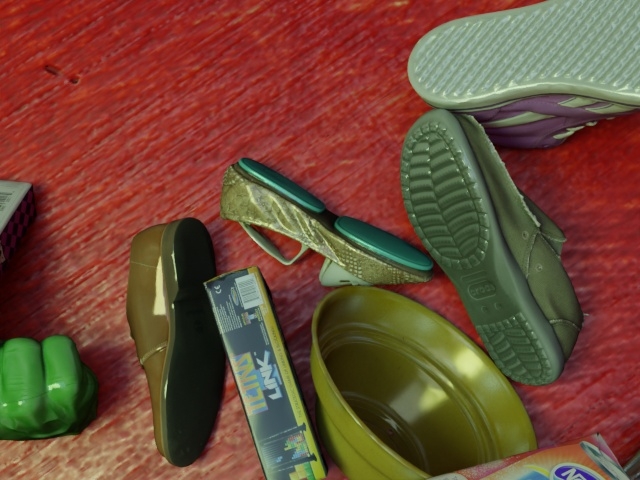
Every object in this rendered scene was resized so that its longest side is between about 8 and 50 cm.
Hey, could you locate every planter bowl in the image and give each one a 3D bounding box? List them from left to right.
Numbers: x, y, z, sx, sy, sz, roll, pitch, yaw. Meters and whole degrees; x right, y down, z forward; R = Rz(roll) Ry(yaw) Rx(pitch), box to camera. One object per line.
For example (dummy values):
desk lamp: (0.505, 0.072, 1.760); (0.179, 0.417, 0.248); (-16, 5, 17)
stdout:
planter bowl: (0.064, 0.144, 0.803); (0.217, 0.217, 0.090); (40, 118, 8)

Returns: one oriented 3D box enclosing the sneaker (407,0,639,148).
sneaker: (0.232, -0.137, 0.832); (0.282, 0.161, 0.102); (2, 76, 28)

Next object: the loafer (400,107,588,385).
loafer: (0.150, -0.001, 0.843); (0.087, 0.094, 0.251); (-33, 103, -36)

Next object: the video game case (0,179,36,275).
video game case: (-0.370, 0.017, 0.811); (0.210, 0.232, 0.042); (2, 121, 1)

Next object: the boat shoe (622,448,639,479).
boat shoe: (0.301, 0.208, 0.819); (0.285, 0.089, 0.104); (-41, 106, -4)

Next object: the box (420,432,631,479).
box: (0.167, 0.306, 0.690); (0.154, 0.142, 0.300); (-15, 117, -2)

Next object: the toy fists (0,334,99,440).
toy fists: (-0.324, 0.118, 0.815); (0.279, 0.142, 0.096); (2, 79, 1)

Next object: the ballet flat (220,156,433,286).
ballet flat: (0.000, 0.000, 0.879); (0.206, 0.073, 0.067); (30, 107, 10)

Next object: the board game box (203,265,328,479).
board game box: (-0.042, 0.116, 0.808); (0.048, 0.141, 0.170); (-18, 79, -4)

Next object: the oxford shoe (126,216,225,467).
oxford shoe: (-0.133, 0.090, 0.864); (0.076, 0.076, 0.212); (-8, 79, 30)
